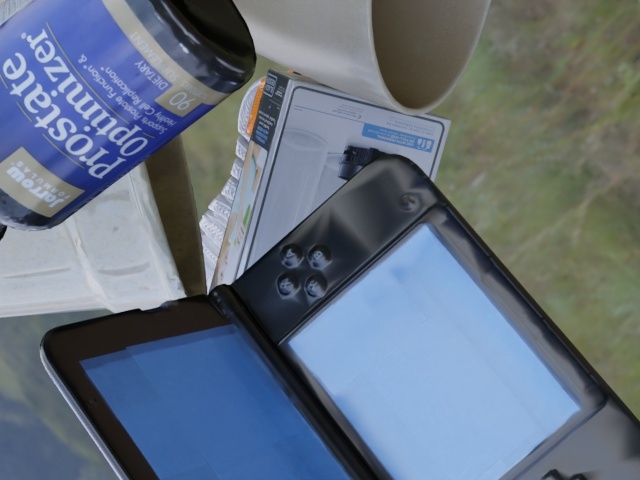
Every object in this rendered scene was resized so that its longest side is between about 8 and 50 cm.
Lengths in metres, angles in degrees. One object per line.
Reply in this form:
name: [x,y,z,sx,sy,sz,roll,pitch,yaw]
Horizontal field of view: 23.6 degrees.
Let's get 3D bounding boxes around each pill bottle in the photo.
pill bottle: [-0.155,-0.083,0.894,0.123,0.219,0.123,47,-160,-23]

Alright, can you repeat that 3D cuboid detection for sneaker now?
sneaker: [-0.013,-0.049,1.614,0.124,0.180,0.321,45,133,25]

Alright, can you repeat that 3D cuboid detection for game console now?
game console: [0.021,0.102,0.949,0.293,0.250,0.173,51,-174,22]

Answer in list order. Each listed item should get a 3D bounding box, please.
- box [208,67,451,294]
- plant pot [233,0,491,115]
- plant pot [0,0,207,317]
box: [0.000,0.000,1.449,0.169,0.290,0.087,14,-171,-19]
plant pot: [-0.018,-0.257,1.328,0.274,0.256,0.256,13,158,27]
plant pot: [-0.271,-0.064,1.166,0.334,0.305,0.334,-13,-90,-89]
